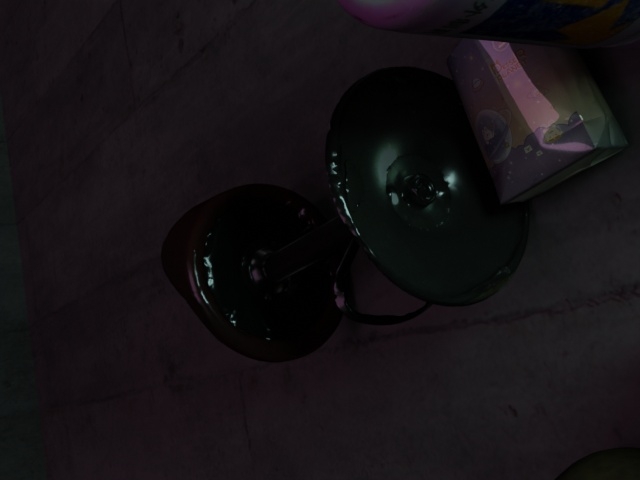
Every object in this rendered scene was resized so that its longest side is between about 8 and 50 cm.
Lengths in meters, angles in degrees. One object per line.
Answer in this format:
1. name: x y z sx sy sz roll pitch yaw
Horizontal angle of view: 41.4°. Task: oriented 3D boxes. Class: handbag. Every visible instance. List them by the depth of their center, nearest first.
1. handbag: 0.182 -0.131 0.742 0.117 0.095 0.173 -33 74 46

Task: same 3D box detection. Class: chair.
1. chair: 0.000 0.000 0.900 0.401 0.227 0.226 -26 72 54

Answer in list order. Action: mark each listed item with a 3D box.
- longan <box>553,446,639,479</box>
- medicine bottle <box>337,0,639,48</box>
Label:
1. longan: 0.245 0.238 0.622 0.187 0.167 0.167 45 128 45
2. medicine bottle: 0.157 -0.224 0.584 0.178 0.291 0.178 8 100 55
